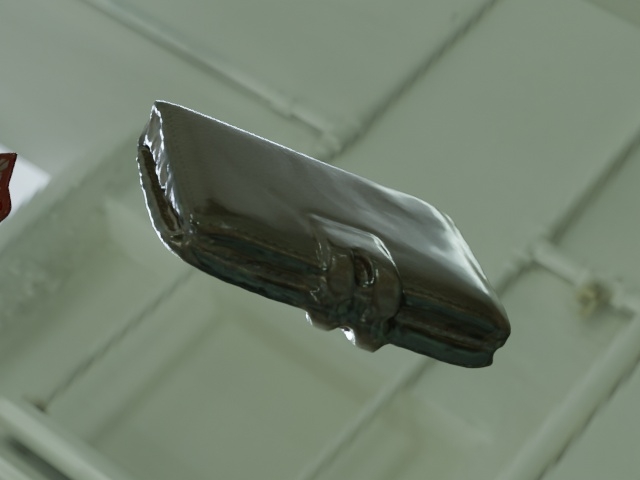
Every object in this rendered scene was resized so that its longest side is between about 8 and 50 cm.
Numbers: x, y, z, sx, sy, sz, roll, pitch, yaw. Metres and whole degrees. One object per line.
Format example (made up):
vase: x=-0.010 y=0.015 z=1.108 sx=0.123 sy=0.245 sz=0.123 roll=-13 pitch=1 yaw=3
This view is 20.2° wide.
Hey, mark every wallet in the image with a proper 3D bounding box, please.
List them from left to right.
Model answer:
wallet: x=0.000 y=0.000 z=0.734 sx=0.153 sy=0.118 sz=0.039 roll=23 pitch=-68 yaw=-22

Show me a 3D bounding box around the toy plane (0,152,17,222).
toy plane: x=-0.195 y=-0.022 z=0.752 sx=0.037 sy=0.145 sz=0.060 roll=61 pitch=-139 yaw=-63
